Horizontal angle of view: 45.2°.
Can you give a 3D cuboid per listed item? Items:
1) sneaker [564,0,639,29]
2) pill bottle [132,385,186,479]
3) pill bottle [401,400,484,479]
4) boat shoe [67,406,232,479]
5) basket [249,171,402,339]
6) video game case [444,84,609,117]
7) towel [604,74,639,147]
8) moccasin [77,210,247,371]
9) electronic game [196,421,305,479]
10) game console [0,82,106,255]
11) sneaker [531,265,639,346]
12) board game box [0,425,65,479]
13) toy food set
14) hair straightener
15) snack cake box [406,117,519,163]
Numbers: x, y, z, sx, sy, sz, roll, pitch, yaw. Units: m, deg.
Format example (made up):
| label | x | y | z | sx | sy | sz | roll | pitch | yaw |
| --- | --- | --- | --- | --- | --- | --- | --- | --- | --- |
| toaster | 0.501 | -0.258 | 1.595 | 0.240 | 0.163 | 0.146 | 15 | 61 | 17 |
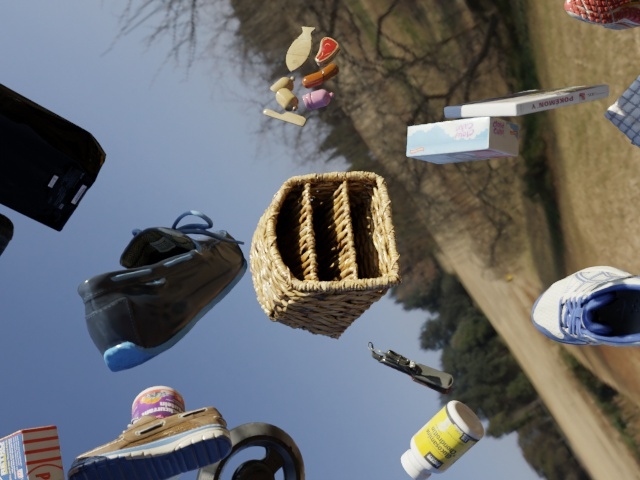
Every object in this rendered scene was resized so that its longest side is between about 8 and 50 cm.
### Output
| label | x | y | z | sx | sy | sz | roll | pitch | yaw |
| --- | --- | --- | --- | --- | --- | --- | --- | --- | --- |
| sneaker | 0.642 | -0.506 | 1.716 | 0.093 | 0.225 | 0.088 | 164 | 108 | -72 |
| pill bottle | -0.311 | 0.380 | 1.494 | 0.108 | 0.108 | 0.193 | 51 | -175 | -28 |
| pill bottle | 0.267 | 0.450 | 1.707 | 0.103 | 0.184 | 0.103 | 36 | -160 | -15 |
| boat shoe | -0.196 | 0.239 | 0.883 | 0.066 | 0.183 | 0.066 | -116 | 20 | -52 |
| basket | 0.000 | 0.000 | 1.489 | 0.214 | 0.223 | 0.299 | 21 | -136 | -25 |
| video game case | 0.334 | -0.227 | 1.267 | 0.201 | 0.184 | 0.023 | -163 | 61 | -66 |
| towel | 0.652 | -0.229 | 1.256 | 0.235 | 0.283 | 0.121 | 45 | -161 | 19 |
| moccasin | -0.171 | 0.030 | 0.908 | 0.116 | 0.138 | 0.342 | 62 | -169 | -10 |
| electronic game | -0.129 | 0.459 | 1.453 | 0.229 | 0.229 | 0.048 | 52 | 152 | -19 |
| game console | -0.442 | -0.033 | 0.949 | 0.213 | 0.361 | 0.044 | 30 | -155 | -26 |
| sneaker | 0.373 | 0.087 | 1.022 | 0.296 | 0.131 | 0.111 | -19 | 76 | 59 |
| board game box | -0.349 | 0.296 | 0.839 | 0.045 | 0.194 | 0.146 | 6 | -115 | -52 |
| toy food set | -0.013 | -0.185 | 0.883 | 0.078 | 0.122 | 0.019 | 21 | 167 | 25 |
| hair straightener | 0.219 | 0.300 | 1.882 | 0.231 | 0.047 | 0.089 | 27 | 153 | 14 |
| snack cake box | 0.383 | -0.268 | 2.081 | 0.152 | 0.264 | 0.089 | 7 | -95 | -46 |
